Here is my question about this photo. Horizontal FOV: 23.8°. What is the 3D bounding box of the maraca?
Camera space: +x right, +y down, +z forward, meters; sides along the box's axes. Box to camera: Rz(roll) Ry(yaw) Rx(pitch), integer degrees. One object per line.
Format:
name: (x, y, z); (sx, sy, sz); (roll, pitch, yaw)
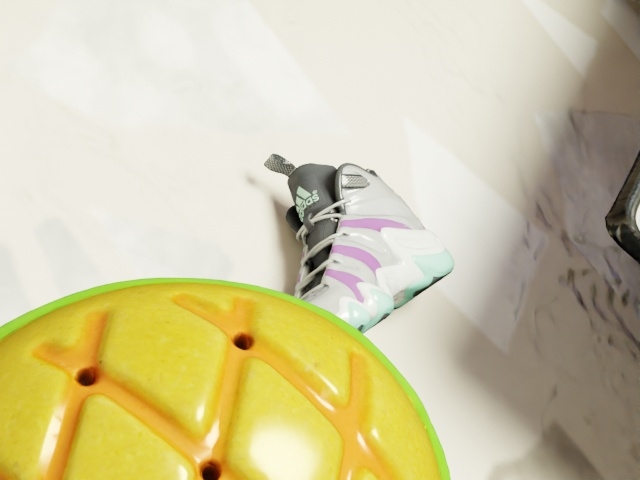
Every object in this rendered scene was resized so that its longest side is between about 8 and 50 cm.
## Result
maraca: (-0.054, 0.073, 0.365); (0.186, 0.099, 0.127); (-12, 67, -20)

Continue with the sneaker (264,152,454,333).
sneaker: (0.000, 0.000, 0.514); (0.069, 0.038, 0.098); (55, 30, 4)

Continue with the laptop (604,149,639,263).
laptop: (0.376, -0.046, 0.543); (0.408, 0.236, 0.382); (39, 50, -8)
